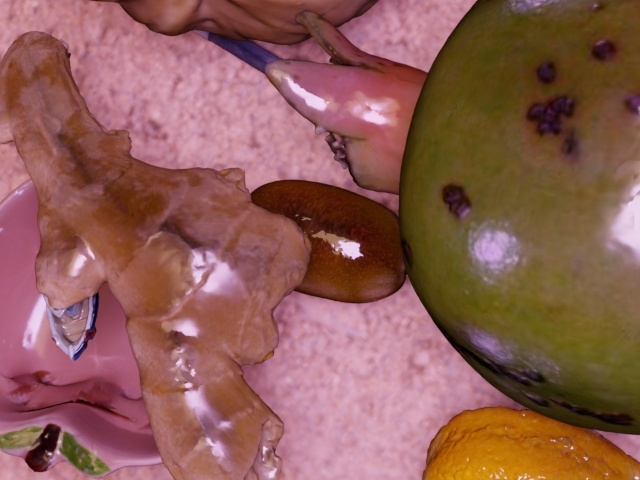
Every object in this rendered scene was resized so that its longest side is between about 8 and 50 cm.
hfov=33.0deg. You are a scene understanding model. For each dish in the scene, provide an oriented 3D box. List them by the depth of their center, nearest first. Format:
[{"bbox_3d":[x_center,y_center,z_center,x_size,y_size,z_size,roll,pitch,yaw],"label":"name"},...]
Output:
[{"bbox_3d":[-0.144,0.060,0.733,0.213,0.090,0.213,-2,80,10],"label":"dish"}]

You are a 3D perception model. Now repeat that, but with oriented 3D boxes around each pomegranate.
[{"bbox_3d":[0.132,-0.023,0.587,0.323,0.291,0.291,-2,82,6],"label":"pomegranate"}]

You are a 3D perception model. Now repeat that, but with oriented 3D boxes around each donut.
[{"bbox_3d":[0.128,0.167,0.639,0.151,0.058,0.152,16,131,19],"label":"donut"}]

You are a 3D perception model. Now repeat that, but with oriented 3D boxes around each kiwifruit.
[{"bbox_3d":[0.000,0.000,0.721,0.124,0.075,0.075,17,86,17],"label":"kiwifruit"}]

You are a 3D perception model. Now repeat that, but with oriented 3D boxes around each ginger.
[{"bbox_3d":[-0.106,-0.003,0.650,0.148,0.081,0.334,-42,75,4],"label":"ginger"}]

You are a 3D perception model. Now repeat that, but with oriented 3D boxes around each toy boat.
[{"bbox_3d":[-0.157,0.035,0.674,0.038,0.038,0.083,-13,76,9],"label":"toy boat"}]

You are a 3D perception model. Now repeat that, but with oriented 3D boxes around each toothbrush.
[{"bbox_3d":[-0.059,-0.140,0.777,0.288,0.024,0.026,33,76,15],"label":"toothbrush"}]

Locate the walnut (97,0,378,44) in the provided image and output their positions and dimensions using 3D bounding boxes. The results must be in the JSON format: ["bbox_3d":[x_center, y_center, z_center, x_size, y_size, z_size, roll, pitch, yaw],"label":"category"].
[{"bbox_3d":[-0.062,-0.260,0.671,0.296,0.285,0.285,11,84,-9],"label":"walnut"}]
